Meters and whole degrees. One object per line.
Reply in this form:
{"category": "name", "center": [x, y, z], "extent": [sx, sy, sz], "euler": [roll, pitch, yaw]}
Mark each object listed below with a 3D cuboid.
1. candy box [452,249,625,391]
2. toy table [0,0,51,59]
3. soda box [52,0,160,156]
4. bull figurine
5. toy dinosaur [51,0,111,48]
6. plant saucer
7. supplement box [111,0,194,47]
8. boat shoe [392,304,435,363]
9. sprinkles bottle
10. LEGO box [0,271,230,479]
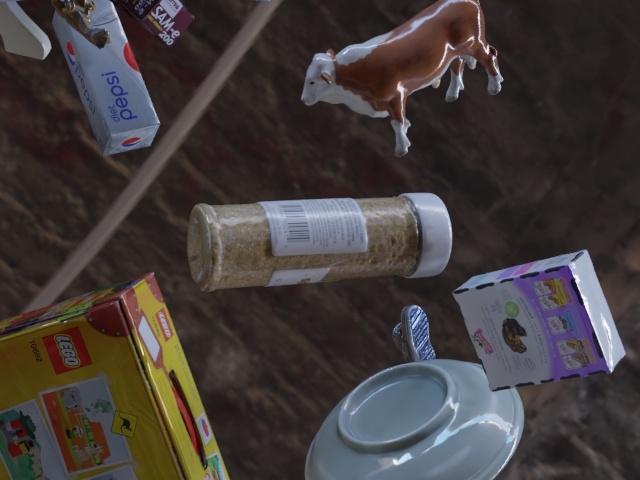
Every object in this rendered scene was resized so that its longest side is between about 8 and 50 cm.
{"category": "candy box", "center": [0.310, 0.117, 1.628], "extent": [0.070, 0.196, 0.165], "euler": [-32, 102, -50]}
{"category": "toy table", "center": [-0.562, -0.391, 1.848], "extent": [0.274, 0.252, 0.161], "euler": [21, -47, 14]}
{"category": "soda box", "center": [-0.386, -0.302, 2.041], "extent": [0.286, 0.098, 0.091], "euler": [68, -26, 14]}
{"category": "bull figurine", "center": [0.127, -0.250, 1.709], "extent": [0.188, 0.310, 0.101], "euler": [62, -7, -29]}
{"category": "toy dinosaur", "center": [-0.339, -0.319, 1.545], "extent": [0.211, 0.064, 0.112], "euler": [57, -8, 51]}
{"category": "plant saucer", "center": [0.144, 0.313, 1.950], "extent": [0.400, 0.400, 0.100], "euler": [39, -24, 61]}
{"category": "supplement box", "center": [-0.327, -0.425, 1.843], "extent": [0.239, 0.073, 0.130], "euler": [39, -1, 16]}
{"category": "boat shoe", "center": [0.182, 0.200, 2.326], "extent": [0.066, 0.066, 0.183], "euler": [17, -42, 34]}
{"category": "sprinkles bottle", "center": [0.000, 0.000, 1.569], "extent": [0.355, 0.121, 0.121], "euler": [-3, 18, -21]}
{"category": "LEGO box", "center": [-0.391, 0.355, 1.949], "extent": [0.193, 0.372, 0.500], "euler": [-50, 123, -76]}
